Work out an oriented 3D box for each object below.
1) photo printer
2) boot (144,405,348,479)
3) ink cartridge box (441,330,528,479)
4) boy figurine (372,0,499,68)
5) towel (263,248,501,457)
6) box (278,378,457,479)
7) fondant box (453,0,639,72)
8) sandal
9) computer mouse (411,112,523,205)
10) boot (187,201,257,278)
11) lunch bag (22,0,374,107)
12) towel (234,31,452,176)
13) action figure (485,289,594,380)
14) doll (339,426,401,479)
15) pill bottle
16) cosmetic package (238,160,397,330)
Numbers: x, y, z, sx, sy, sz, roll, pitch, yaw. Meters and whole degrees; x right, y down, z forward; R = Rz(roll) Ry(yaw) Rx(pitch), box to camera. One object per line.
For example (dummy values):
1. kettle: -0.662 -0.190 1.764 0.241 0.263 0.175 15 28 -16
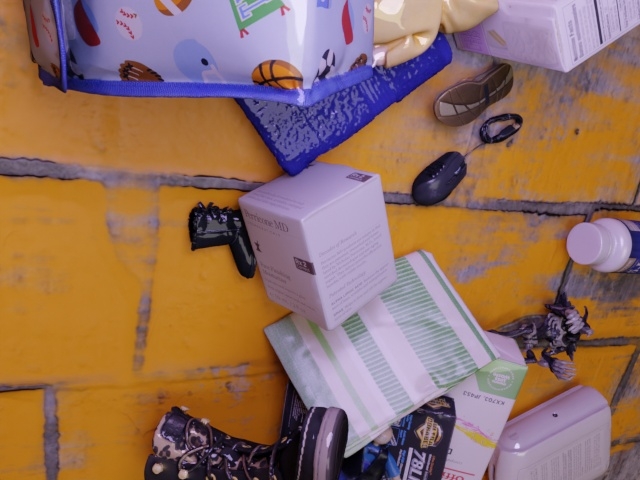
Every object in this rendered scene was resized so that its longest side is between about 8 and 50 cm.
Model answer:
1. photo printer: 0.537 0.510 1.362 0.307 0.107 0.256 -22 119 -13
2. boot: -0.115 0.332 0.859 0.284 0.138 0.377 17 141 6
3. ink cartridge box: 0.228 0.339 1.095 0.207 0.119 0.353 15 108 1
4. boy figurine: 0.091 -0.311 0.724 0.285 0.092 0.177 -11 111 -17
5. towel: 0.104 0.177 0.969 0.325 0.248 0.038 -28 162 -10
6. box: 0.069 0.394 1.032 0.293 0.073 0.295 10 107 5
7. fondant box: 0.380 -0.380 0.814 0.330 0.238 0.096 -33 124 -8
8. sandal: 0.244 -0.240 0.933 0.180 0.049 0.072 -33 129 -25
9. computer mouse: 0.258 -0.140 0.983 0.242 0.041 0.071 -39 122 -5
10. boot: -0.146 0.002 0.861 0.099 0.045 0.121 -4 107 -26
11. lunch bag: -0.155 -0.310 0.558 0.239 0.385 0.328 -41 137 -58
12. towel: 0.014 -0.263 0.805 0.308 0.076 0.227 -37 115 -5
13. action figure: 0.477 0.207 1.182 0.276 0.141 0.164 -14 106 -16
14. doll: 0.076 0.388 0.969 0.129 0.046 0.189 23 101 8
15. pill bottle: 0.600 0.011 1.164 0.187 0.112 0.112 3 111 -25
16. cosmetic package: 0.000 0.000 0.842 0.151 0.151 0.183 -33 123 -31
